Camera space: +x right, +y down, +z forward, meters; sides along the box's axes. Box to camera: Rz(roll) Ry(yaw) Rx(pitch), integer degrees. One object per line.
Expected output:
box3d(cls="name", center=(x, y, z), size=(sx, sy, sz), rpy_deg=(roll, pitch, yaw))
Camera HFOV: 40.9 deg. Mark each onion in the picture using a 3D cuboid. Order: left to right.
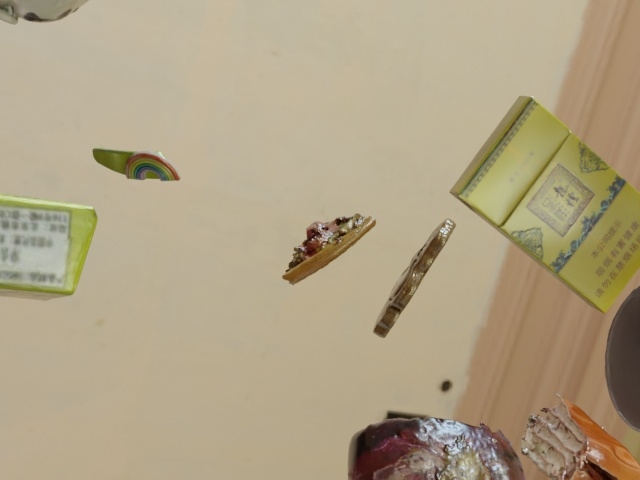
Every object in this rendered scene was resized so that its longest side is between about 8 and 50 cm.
box3d(cls="onion", center=(0.116, 0.291, 0.946), size=(0.218, 0.195, 0.140), rpy_deg=(117, -28, -52))

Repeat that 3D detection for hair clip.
box3d(cls="hair clip", center=(-0.339, -0.141, 1.542), size=(0.033, 0.188, 0.060), rpy_deg=(-53, 144, -44))

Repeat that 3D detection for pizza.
box3d(cls="pizza", center=(0.000, 0.000, 1.633), size=(0.201, 0.053, 0.193), rpy_deg=(-38, -165, -2))

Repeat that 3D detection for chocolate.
box3d(cls="chocolate", center=(-0.505, 0.011, 1.258), size=(0.288, 0.300, 0.137), rpy_deg=(-13, -107, 64))

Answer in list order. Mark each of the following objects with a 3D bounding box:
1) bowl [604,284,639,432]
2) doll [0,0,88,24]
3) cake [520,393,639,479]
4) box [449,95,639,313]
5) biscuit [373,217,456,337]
box3d(cls="bowl", center=(0.670, 0.222, 1.592), size=(0.287, 0.143, 0.287), rpy_deg=(-172, -90, -75))
box3d(cls="doll", center=(-0.323, -0.291, 0.881), size=(0.107, 0.180, 0.110), rpy_deg=(-50, -167, 15))
box3d(cls="cake", center=(0.369, 0.308, 1.220), size=(0.098, 0.135, 0.287), rpy_deg=(-63, -170, 8))
box3d(cls="box", center=(0.313, -0.042, 1.105), size=(0.153, 0.279, 0.041), rpy_deg=(-53, -160, 1))
box3d(cls="biscuit", center=(0.207, 0.080, 1.925), size=(0.320, 0.047, 0.183), rpy_deg=(-59, 180, 36))
